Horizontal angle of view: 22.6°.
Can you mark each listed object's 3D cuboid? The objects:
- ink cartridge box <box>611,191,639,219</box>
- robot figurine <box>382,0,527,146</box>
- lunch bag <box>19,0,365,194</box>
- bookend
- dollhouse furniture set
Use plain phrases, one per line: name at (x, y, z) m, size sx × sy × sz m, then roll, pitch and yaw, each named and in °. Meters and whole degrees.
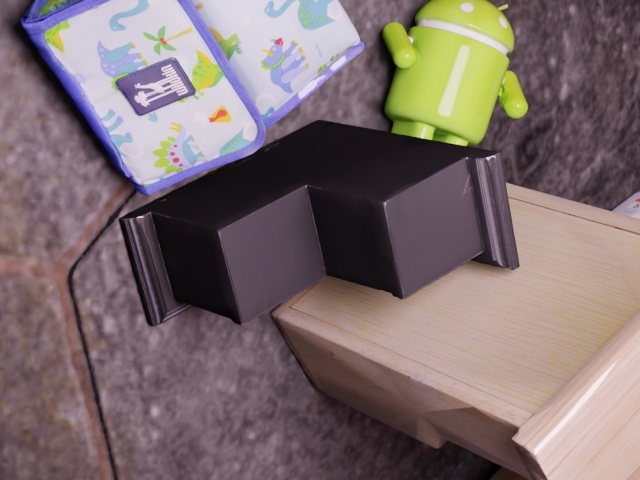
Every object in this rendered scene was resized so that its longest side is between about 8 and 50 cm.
ink cartridge box at (0.211, 0.067, 1.182) m, size 0.179 × 0.045 × 0.145 m, roll -37°, pitch 122°, yaw -32°
robot figurine at (0.081, -0.104, 1.010) m, size 0.101 × 0.067 × 0.115 m, roll 21°, pitch 86°, yaw -22°
lunch bag at (-0.071, -0.115, 0.863) m, size 0.151 × 0.096 × 0.129 m, roll -39°, pitch 127°, yaw -11°
bookend at (0.000, 0.000, 0.904) m, size 0.156 × 0.157 × 0.072 m, roll -29°, pitch 118°, yaw -34°
dollhouse furniture set at (0.180, 0.169, 1.011) m, size 0.362 × 0.256 × 0.394 m, roll -41°, pitch 121°, yaw -19°
